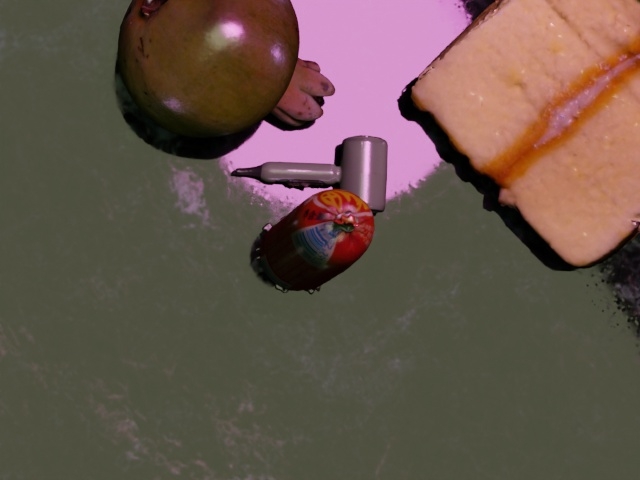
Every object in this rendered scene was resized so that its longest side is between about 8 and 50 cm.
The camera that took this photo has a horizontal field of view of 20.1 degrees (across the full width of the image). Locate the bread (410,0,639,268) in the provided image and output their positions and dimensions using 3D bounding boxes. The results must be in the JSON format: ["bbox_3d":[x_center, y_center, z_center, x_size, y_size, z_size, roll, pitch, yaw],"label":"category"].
[{"bbox_3d":[0.247,-0.129,1.704,0.236,0.198,0.263,-44,91,-1],"label":"bread"}]

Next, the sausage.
[{"bbox_3d":[0.000,0.000,1.620,0.083,0.264,0.083,1,83,-11],"label":"sausage"}]

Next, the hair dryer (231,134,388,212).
[{"bbox_3d":[-0.011,-0.065,1.740,0.150,0.047,0.071,2,84,3],"label":"hair dryer"}]

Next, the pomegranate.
[{"bbox_3d":[-0.087,-0.164,1.670,0.179,0.179,0.210,-45,105,-8],"label":"pomegranate"}]
